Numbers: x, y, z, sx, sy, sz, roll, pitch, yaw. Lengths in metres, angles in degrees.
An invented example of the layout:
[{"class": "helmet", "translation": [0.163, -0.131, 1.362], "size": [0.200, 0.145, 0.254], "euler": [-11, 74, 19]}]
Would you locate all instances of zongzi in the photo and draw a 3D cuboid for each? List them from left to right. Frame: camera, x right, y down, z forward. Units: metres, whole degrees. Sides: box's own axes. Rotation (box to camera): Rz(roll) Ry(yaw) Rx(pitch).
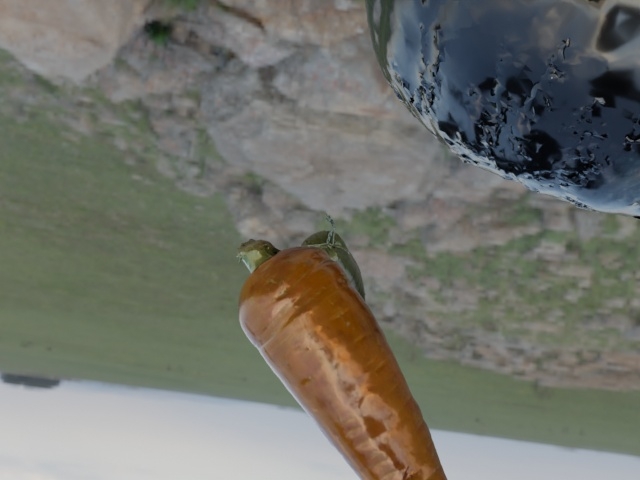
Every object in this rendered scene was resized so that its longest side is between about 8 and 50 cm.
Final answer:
[{"class": "zongzi", "translation": [0.000, 0.000, 1.134], "size": [0.062, 0.130, 0.154], "euler": [-16, 135, 6]}]

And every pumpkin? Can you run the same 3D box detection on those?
[{"class": "pumpkin", "translation": [0.129, -0.114, 0.455], "size": [0.233, 0.233, 0.163], "euler": [8, 135, -5]}]

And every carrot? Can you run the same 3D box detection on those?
[{"class": "carrot", "translation": [0.033, 0.105, 0.546], "size": [0.061, 0.256, 0.061], "euler": [-32, 175, -3]}]
